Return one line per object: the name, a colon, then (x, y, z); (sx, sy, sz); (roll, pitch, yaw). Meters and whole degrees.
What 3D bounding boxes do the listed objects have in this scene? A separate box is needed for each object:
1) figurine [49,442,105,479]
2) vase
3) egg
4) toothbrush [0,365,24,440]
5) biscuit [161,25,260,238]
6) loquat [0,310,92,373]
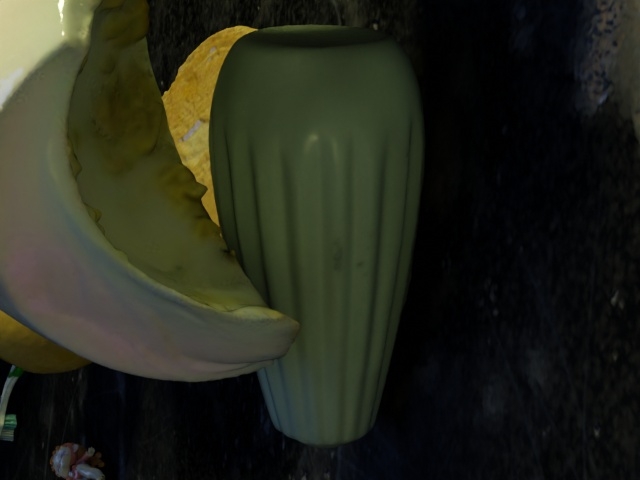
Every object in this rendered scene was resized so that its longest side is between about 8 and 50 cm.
figurine: (-0.248, 0.245, 1.672); (0.109, 0.047, 0.064); (21, 101, 59)
vase: (0.000, 0.000, 0.945); (0.128, 0.128, 0.248); (-141, 47, -65)
egg: (-0.146, -0.036, 0.876); (0.206, 0.162, 0.271); (21, 129, 61)
toothbrush: (-0.392, 0.152, 2.074); (0.030, 0.030, 0.304); (-113, 34, -48)
biscuit: (-0.076, -0.051, 1.157); (0.226, 0.042, 0.226); (-27, 52, 42)
loquat: (-0.268, 0.024, 1.534); (0.213, 0.213, 0.213); (-178, 90, -69)
